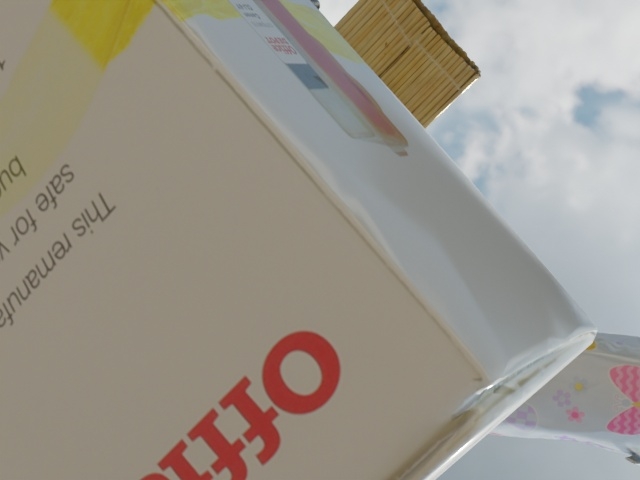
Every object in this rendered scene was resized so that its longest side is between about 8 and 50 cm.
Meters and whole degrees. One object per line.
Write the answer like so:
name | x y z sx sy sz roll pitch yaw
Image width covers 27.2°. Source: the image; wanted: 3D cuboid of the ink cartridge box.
ink cartridge box | -0.128 -0.008 0.523 0.279 0.160 0.385 -45 -105 20

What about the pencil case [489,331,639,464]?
pencil case | 0.224 0.142 1.260 0.273 0.113 0.124 8 -60 13

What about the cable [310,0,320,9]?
cable | -0.107 -0.163 1.179 0.287 0.139 0.072 -46 -110 18

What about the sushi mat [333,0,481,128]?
sushi mat | 0.011 -0.117 1.348 0.316 0.019 0.151 -43 -108 27
